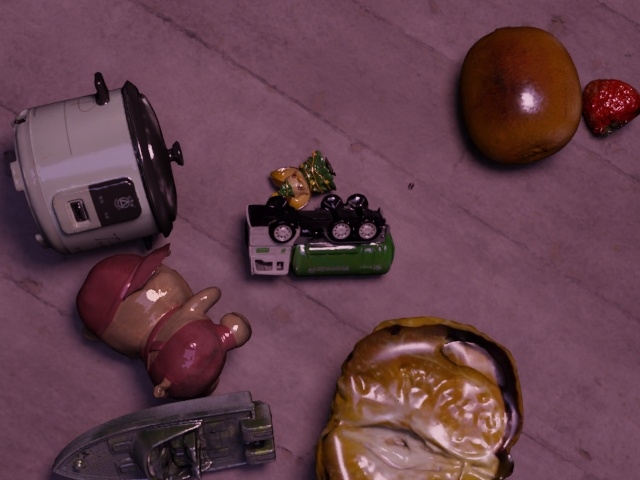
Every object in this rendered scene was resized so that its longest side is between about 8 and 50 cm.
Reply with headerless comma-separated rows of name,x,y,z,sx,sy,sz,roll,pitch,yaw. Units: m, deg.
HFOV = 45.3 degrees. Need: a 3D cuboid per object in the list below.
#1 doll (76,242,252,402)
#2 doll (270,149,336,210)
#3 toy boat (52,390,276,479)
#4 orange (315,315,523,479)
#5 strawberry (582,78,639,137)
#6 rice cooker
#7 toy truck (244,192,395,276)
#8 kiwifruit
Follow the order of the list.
doll,-0.240,0.117,1.150,0.256,0.152,0.196,38,86,12
doll,-0.026,-0.096,1.281,0.113,0.077,0.078,-31,78,17
toy boat,-0.227,0.302,1.121,0.320,0.141,0.092,-8,43,-7
orange,0.136,0.294,1.136,0.271,0.210,0.368,19,78,3
strawberry,0.510,-0.243,1.355,0.106,0.106,0.106,2,78,-8
rice cooker,-0.318,-0.105,1.142,0.227,0.241,0.280,-14,119,-8
toy truck,0.000,0.000,1.229,0.243,0.101,0.124,0,120,-9
kiwifruit,0.330,-0.248,1.285,0.196,0.196,0.233,-11,76,-10
